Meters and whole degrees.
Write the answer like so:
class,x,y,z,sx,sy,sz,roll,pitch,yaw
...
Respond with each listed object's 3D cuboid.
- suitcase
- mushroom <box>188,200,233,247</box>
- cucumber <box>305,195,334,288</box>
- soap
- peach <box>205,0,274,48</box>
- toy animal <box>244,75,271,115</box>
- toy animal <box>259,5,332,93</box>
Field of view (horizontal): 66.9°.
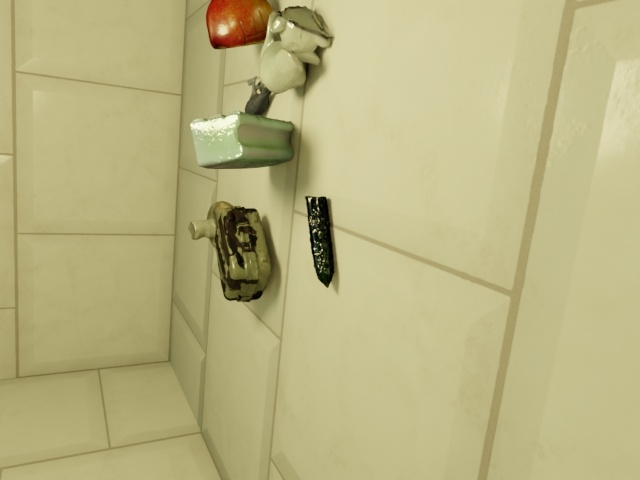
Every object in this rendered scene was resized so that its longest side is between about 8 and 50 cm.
class,x,y,z,sx,sy,sz,roll,pitch,yaw
suitcase,-0.317,0.069,1.968,0.339,0.194,0.351,118,143,-51
mushroom,-0.494,-0.066,2.260,0.244,0.244,0.243,-1,89,62
cucumber,-0.001,0.001,1.494,0.072,0.072,0.299,-25,68,60
soap,-0.261,-0.337,1.694,0.262,0.446,0.156,-5,96,24
peach,-0.323,-0.837,1.865,0.245,0.275,0.249,53,142,-9
toy animal,-0.251,-0.574,1.967,0.367,0.081,0.205,-45,46,43
toy animal,-0.101,-0.614,1.580,0.249,0.174,0.289,50,131,51
